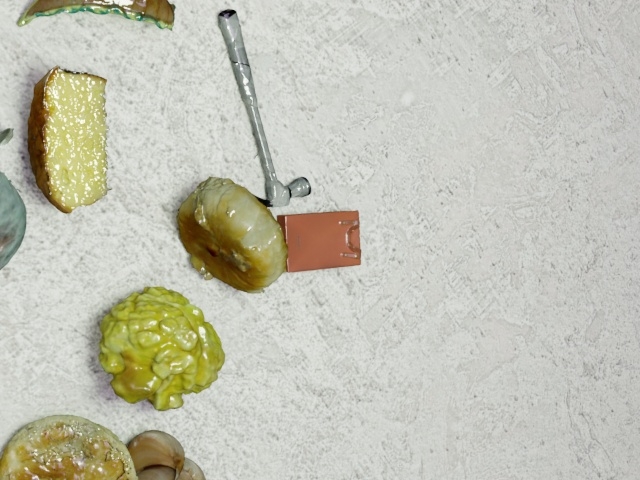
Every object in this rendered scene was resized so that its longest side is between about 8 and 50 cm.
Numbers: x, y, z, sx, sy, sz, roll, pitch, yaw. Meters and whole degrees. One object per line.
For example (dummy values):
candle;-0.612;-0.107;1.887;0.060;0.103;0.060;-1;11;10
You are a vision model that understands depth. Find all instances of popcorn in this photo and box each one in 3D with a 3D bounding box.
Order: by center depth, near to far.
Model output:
popcorn;-0.306;0.223;1.671;0.237;0.206;0.251;-12;117;-47

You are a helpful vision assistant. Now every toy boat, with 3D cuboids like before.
toy boat;-0.412;-0.441;1.628;0.293;0.108;0.099;-4;127;-26

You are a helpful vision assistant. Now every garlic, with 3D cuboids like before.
garlic;-0.300;0.489;1.715;0.160;0.191;0.214;32;63;-54

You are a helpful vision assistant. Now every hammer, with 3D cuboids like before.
hammer;-0.135;-0.276;1.841;0.152;0.044;0.426;-18;101;-29

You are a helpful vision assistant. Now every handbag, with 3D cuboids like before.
handbag;0.000;0.000;1.926;0.190;0.063;0.127;-4;94;-29

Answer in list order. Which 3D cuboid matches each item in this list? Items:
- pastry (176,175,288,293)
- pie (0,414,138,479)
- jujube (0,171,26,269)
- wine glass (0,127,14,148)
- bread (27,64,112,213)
pastry;-0.176;-0.001;1.715;0.121;0.236;0.257;-44;113;-32
pie;-0.477;0.459;1.616;0.274;0.055;0.274;0;89;-11
jujube;-0.646;-0.004;1.438;0.308;0.215;0.246;-39;143;-22
wine glass;-0.628;-0.221;1.500;0.122;0.122;0.183;-50;121;-20
bread;-0.467;-0.183;1.586;0.129;0.134;0.260;-3;100;-42
